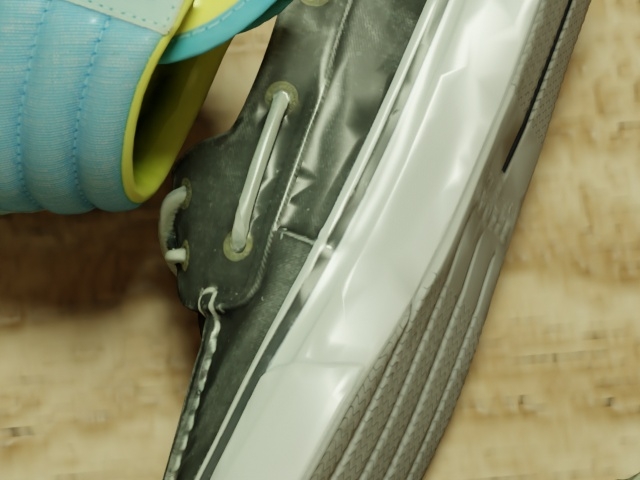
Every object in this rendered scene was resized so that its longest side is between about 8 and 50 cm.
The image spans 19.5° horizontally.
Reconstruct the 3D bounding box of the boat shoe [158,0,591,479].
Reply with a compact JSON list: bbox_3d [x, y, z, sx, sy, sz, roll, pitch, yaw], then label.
[{"bbox_3d":[0.000,0.000,0.698,0.119,0.121,0.335,19,75,21],"label":"boat shoe"}]

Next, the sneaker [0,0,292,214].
[{"bbox_3d":[-0.108,-0.154,0.638,0.208,0.127,0.319,3,108,16],"label":"sneaker"}]

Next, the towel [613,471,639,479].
[{"bbox_3d":[0.071,0.287,0.641,0.312,0.056,0.324,-31,88,-13],"label":"towel"}]
